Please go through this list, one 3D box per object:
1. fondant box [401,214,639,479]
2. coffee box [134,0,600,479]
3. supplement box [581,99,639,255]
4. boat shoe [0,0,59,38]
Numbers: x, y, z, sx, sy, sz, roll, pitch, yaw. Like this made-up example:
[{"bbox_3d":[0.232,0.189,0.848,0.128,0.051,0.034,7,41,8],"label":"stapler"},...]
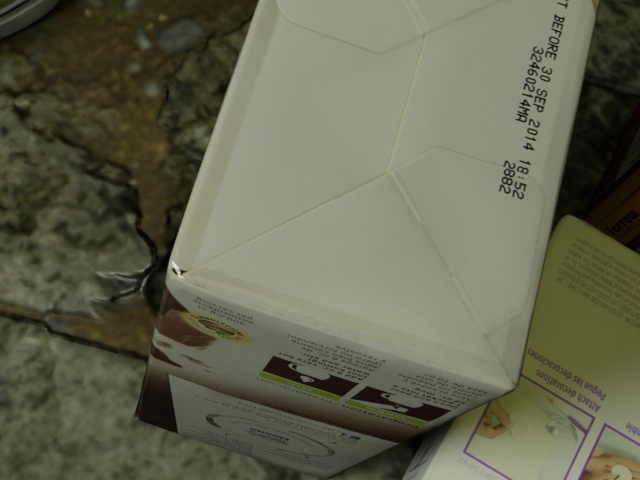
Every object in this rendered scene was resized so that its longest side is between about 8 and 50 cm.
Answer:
[{"bbox_3d":[0.147,0.187,0.540,0.238,0.096,0.330,31,69,3],"label":"fondant box"},{"bbox_3d":[0.000,0.000,0.475,0.118,0.297,0.168,18,69,-5],"label":"coffee box"},{"bbox_3d":[0.289,-0.045,0.621,0.191,0.129,0.194,30,70,2],"label":"supplement box"},{"bbox_3d":[-0.283,-0.126,0.586,0.302,0.094,0.109,-35,79,-17],"label":"boat shoe"}]
